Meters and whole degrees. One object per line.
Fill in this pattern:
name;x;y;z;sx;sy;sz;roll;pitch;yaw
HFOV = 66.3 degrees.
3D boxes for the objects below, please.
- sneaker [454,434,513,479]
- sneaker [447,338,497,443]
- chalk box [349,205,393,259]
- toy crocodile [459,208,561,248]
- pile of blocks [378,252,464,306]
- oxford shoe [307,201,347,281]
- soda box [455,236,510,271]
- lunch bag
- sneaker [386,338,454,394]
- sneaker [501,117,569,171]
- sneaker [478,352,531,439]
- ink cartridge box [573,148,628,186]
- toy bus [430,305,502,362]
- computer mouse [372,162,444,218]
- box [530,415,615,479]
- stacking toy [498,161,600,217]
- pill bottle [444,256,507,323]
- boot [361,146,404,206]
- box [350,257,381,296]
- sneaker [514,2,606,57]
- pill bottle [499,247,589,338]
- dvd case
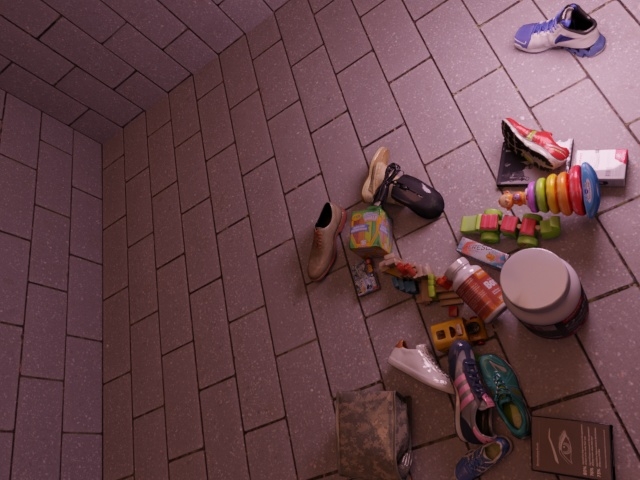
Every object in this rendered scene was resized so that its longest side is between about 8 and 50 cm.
sneaker;0.492;0.671;1.513;0.211;0.081;0.080;-45;54;11
sneaker;0.485;0.468;1.529;0.131;0.112;0.318;-20;73;56
chalk box;0.207;-0.049;1.973;0.132;0.132;0.213;-8;66;30
toy crocodile;0.649;-0.049;1.696;0.341;0.105;0.115;8;75;36
pile of blocks;0.351;0.147;1.807;0.362;0.113;0.148;16;80;38
oxford shoe;0.000;0.000;2.090;0.123;0.130;0.348;7;74;35
soda box;0.575;0.051;1.729;0.183;0.063;0.058;26;86;38
lunch bag;0.181;0.666;1.668;0.235;0.169;0.286;-11;60;30
sneaker;0.369;0.428;1.681;0.290;0.106;0.123;23;83;37
sneaker;0.758;-0.352;1.738;0.118;0.107;0.279;-33;56;-5
sneaker;0.576;0.475;1.522;0.107;0.110;0.275;-31;56;17
ink cartridge box;0.924;-0.239;1.619;0.151;0.063;0.109;6;74;36
toy bus;0.477;0.312;1.659;0.191;0.104;0.202;28;87;38
computer mouse;0.351;-0.174;1.892;0.272;0.072;0.188;26;88;8
box;0.710;0.586;1.386;0.207;0.108;0.153;-4;69;33
stacking toy;0.734;-0.148;1.600;0.302;0.166;0.175;-5;93;35
pill bottle;0.521;0.161;1.634;0.121;0.121;0.216;-45;66;10
boot;0.298;-0.265;2.029;0.204;0.095;0.261;9;69;31
box;0.182;0.148;1.973;0.094;0.027;0.137;-26;58;24
sneaker;0.879;-0.789;1.806;0.316;0.182;0.127;25;84;38
pill bottle;0.656;0.160;1.439;0.210;0.363;0.210;-13;64;29
dvd case;0.768;-0.278;1.761;0.239;0.030;0.179;5;73;34
